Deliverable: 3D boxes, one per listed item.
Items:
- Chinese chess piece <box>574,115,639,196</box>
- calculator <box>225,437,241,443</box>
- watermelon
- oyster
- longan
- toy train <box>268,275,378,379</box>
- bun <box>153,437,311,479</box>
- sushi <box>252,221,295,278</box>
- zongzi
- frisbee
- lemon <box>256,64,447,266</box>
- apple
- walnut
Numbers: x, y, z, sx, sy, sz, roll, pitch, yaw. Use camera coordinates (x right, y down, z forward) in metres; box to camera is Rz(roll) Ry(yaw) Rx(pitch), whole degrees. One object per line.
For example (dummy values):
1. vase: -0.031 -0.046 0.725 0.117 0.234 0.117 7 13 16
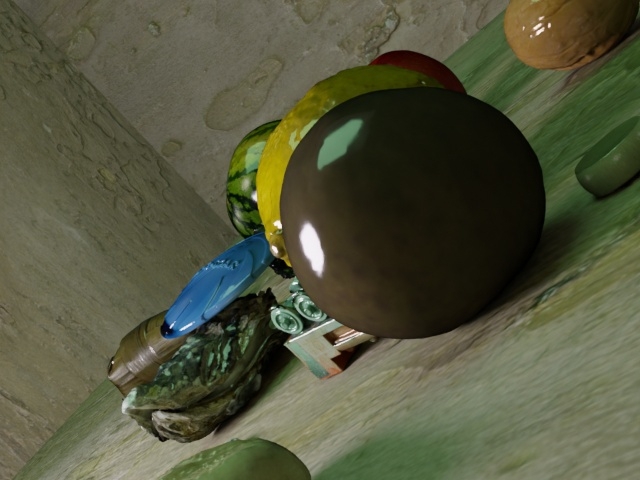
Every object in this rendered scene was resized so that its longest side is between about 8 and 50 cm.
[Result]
1. Chinese chess piece: 0.274 -0.077 0.853 0.084 0.034 0.084 -44 5 5
2. calculator: -0.131 0.277 1.067 0.095 0.021 0.153 -41 7 20
3. watermelon: -0.070 -0.118 1.998 0.285 0.285 0.285 -43 7 7
4. oyster: -0.146 0.175 1.320 0.351 0.158 0.162 -33 -39 -52
5. longan: 0.088 -0.025 0.856 0.248 0.248 0.248 -43 7 7
6. toy train: 0.024 0.080 1.021 0.176 0.118 0.074 -30 20 46
7. bun: -0.082 0.230 0.764 0.164 0.111 0.188 -28 -2 -20
8. sushi: 0.000 -0.001 1.498 0.287 0.149 0.140 -16 -11 40
9. zongzi: -0.341 0.212 2.177 0.286 0.138 0.300 -37 7 23
10. frisbee: -0.154 0.054 1.399 0.242 0.045 0.242 -38 12 9
11. lemon: 0.057 -0.071 1.130 0.322 0.268 0.268 -45 7 -20
12. apple: 0.143 -0.218 1.681 0.260 0.216 0.260 -42 11 10
13. walnut: 0.367 -0.334 1.351 0.197 0.165 0.165 -26 17 42
